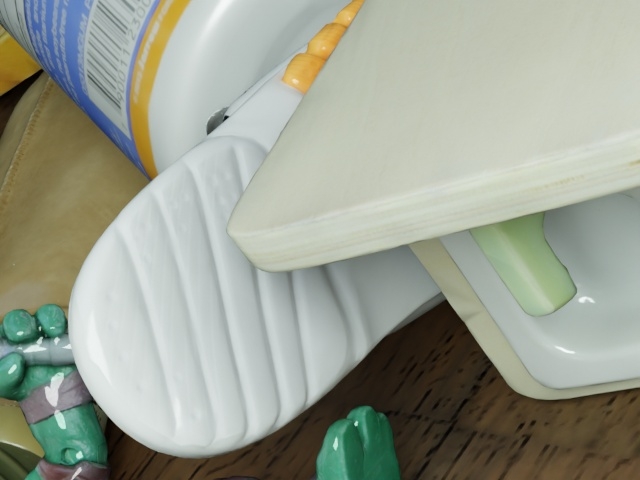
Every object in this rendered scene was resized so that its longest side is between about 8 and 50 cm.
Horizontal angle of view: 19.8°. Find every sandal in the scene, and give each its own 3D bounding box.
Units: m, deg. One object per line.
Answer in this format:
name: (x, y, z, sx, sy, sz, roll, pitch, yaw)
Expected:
sandal: (-0.006, -0.009, 0.590, 0.076, 0.102, 0.265, -30, 3, 42)

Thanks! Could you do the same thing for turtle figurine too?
turtle figurine: (-0.096, 0.106, 0.586, 0.234, 0.118, 0.175, -5, 49, 28)

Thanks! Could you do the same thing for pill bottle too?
pill bottle: (-0.058, -0.121, 0.750, 0.152, 0.152, 0.272, -42, 47, -4)

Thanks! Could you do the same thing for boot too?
boot: (-0.156, 0.026, 0.812, 0.236, 0.089, 0.269, -11, 39, 22)

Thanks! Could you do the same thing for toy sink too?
toy sink: (0.105, -0.042, 0.540, 0.153, 0.131, 0.234, -15, 32, 38)

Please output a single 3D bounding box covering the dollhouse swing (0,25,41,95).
dollhouse swing: (-0.219, -0.289, 1.146, 0.305, 0.315, 0.347, -38, 24, -33)
